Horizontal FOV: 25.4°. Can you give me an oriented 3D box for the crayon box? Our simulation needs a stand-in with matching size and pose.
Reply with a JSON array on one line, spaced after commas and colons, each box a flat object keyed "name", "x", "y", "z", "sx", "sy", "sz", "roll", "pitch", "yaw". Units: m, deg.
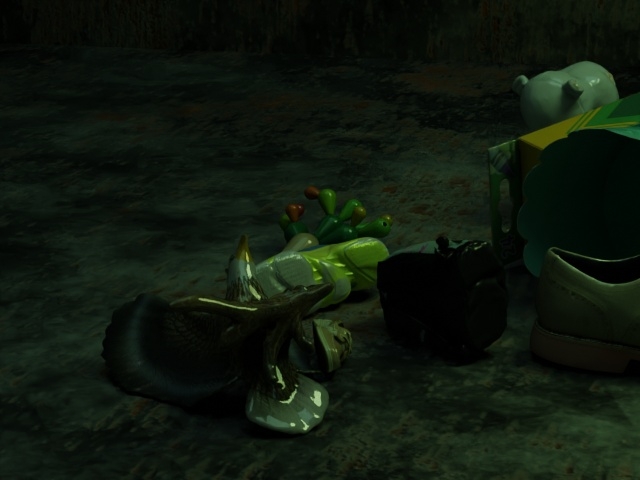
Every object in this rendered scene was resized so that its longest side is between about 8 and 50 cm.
[{"name": "crayon box", "x": 0.400, "y": -0.080, "z": 2.093, "sx": 0.323, "sy": 0.203, "sz": 0.083, "roll": -21, "pitch": 31, "yaw": -25}]

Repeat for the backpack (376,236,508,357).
[{"name": "backpack", "x": 0.154, "y": 0.066, "z": 1.816, "sx": 0.115, "sy": 0.151, "sz": 0.182, "roll": -5, "pitch": 4, "yaw": -34}]

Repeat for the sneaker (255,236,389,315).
[{"name": "sneaker", "x": -0.025, "y": 0.055, "z": 1.962, "sx": 0.240, "sy": 0.091, "sz": 0.126, "roll": -11, "pitch": 1, "yaw": -30}]

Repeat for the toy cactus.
[{"name": "toy cactus", "x": 0.000, "y": 0.000, "z": 2.128, "sx": 0.219, "sy": 0.112, "sz": 0.180, "roll": 16, "pitch": 42, "yaw": 37}]

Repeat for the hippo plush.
[{"name": "hippo plush", "x": 0.380, "y": -0.163, "z": 2.308, "sx": 0.294, "sy": 0.236, "sz": 0.234, "roll": -26, "pitch": 15, "yaw": -33}]

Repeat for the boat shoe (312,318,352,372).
[{"name": "boat shoe", "x": 0.017, "y": 0.124, "z": 1.748, "sx": 0.045, "sy": 0.050, "sz": 0.135, "roll": -7, "pitch": 17, "yaw": -3}]

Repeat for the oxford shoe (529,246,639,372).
[{"name": "oxford shoe", "x": 0.454, "y": 0.082, "z": 1.706, "sx": 0.397, "sy": 0.146, "sz": 0.140, "roll": 2, "pitch": 16, "yaw": 7}]

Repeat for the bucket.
[{"name": "bucket", "x": 0.425, "y": -0.030, "z": 1.905, "sx": 0.281, "sy": 0.281, "sz": 0.183, "roll": 15, "pitch": 19, "yaw": 43}]

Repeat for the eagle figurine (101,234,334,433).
[{"name": "eagle figurine", "x": -0.099, "y": 0.106, "z": 1.661, "sx": 0.226, "sy": 0.225, "sz": 0.298, "roll": 36, "pitch": -26, "yaw": -13}]
